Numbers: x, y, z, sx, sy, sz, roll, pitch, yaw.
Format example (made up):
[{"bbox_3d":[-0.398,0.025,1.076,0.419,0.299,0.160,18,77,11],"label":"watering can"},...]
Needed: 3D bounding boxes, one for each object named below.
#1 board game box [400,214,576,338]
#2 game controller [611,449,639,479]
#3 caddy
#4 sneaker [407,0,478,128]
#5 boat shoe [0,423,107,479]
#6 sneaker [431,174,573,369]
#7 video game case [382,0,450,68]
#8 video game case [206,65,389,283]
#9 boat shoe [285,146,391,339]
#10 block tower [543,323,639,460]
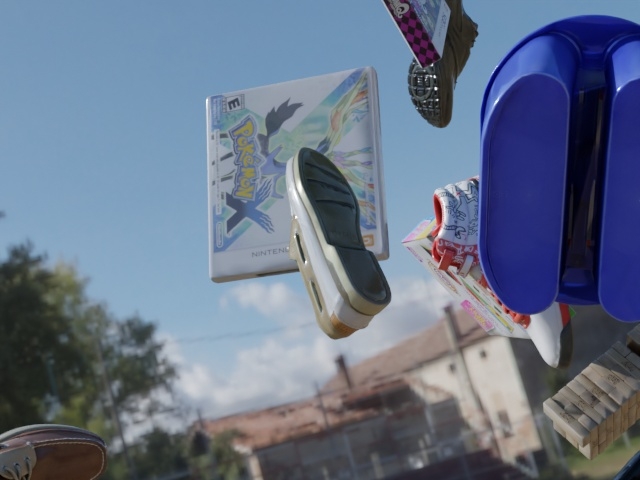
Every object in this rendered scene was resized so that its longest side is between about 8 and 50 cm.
[{"bbox_3d":[0.268,0.058,1.907,0.064,0.242,0.316,-45,4,-8],"label":"board game box"},{"bbox_3d":[0.343,0.345,1.221,0.319,0.166,0.067,-30,-9,-44],"label":"game controller"},{"bbox_3d":[0.292,-0.072,1.262,0.241,0.341,0.179,4,22,11],"label":"caddy"},{"bbox_3d":[0.231,-0.347,2.093,0.130,0.286,0.109,-14,24,-26],"label":"sneaker"},{"bbox_3d":[-0.441,0.332,1.556,0.324,0.123,0.116,-10,10,-26],"label":"boat shoe"},{"bbox_3d":[0.224,0.045,1.462,0.145,0.270,0.090,-11,-13,-5],"label":"sneaker"},{"bbox_3d":[0.124,-0.404,1.756,0.041,0.232,0.210,-24,23,23],"label":"video game case"},{"bbox_3d":[-0.043,-0.108,1.875,0.299,0.329,0.036,-8,-19,16],"label":"video game case"},{"bbox_3d":[0.000,0.000,1.614,0.113,0.302,0.103,16,-49,-36],"label":"boat shoe"},{"bbox_3d":[0.508,0.210,1.826,0.335,0.091,0.097,-35,-40,-17],"label":"block tower"}]
